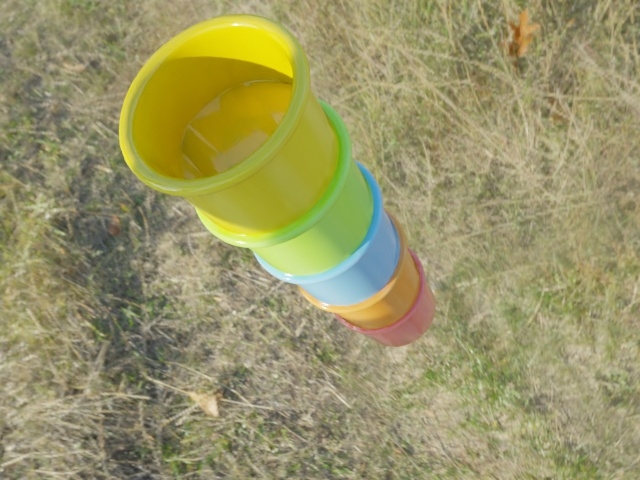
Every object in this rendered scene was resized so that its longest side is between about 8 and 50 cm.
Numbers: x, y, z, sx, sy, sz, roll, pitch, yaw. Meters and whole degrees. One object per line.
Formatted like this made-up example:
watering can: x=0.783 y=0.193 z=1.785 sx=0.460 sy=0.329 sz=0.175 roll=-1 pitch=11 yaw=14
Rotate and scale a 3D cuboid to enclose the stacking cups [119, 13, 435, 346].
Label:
stacking cups: x=0.000 y=0.000 z=0.461 sx=0.096 sy=0.316 sz=0.096 roll=-8 pitch=64 yaw=17
